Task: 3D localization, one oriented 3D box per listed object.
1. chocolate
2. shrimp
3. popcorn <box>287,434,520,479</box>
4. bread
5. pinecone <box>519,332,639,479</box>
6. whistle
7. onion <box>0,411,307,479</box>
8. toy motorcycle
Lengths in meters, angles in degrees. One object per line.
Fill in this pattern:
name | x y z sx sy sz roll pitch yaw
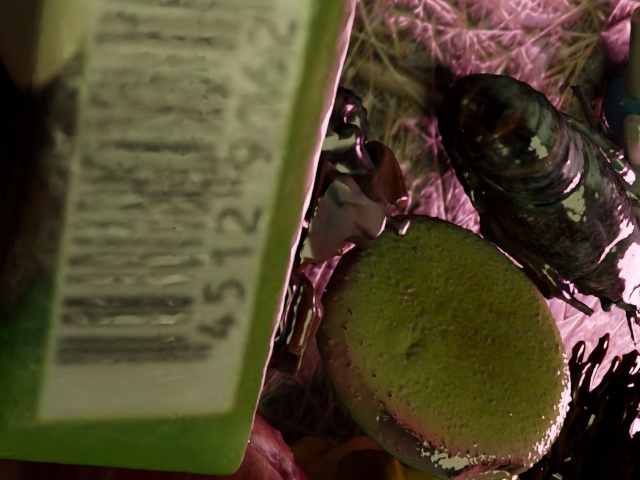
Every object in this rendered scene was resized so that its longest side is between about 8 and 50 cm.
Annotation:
chocolate | -0.126 -0.080 0.656 0.137 0.289 0.300 -3 119 -34
shrimp | 0.218 -0.037 1.170 0.172 0.137 0.372 -55 142 -7
popcorn | 0.067 0.268 1.125 0.265 0.225 0.332 -36 134 25
bread | 0.099 0.077 1.067 0.228 0.228 0.033 -21 165 -36
pinecone | 0.273 0.210 1.285 0.246 0.292 0.246 9 90 -69
whistle | 0.287 -0.101 1.253 0.114 0.077 0.235 -61 149 -46
onion | -0.145 0.172 0.840 0.385 0.348 0.347 -73 164 -49
toy motorcycle | 0.000 0.000 0.996 0.118 0.084 0.212 28 81 -49
